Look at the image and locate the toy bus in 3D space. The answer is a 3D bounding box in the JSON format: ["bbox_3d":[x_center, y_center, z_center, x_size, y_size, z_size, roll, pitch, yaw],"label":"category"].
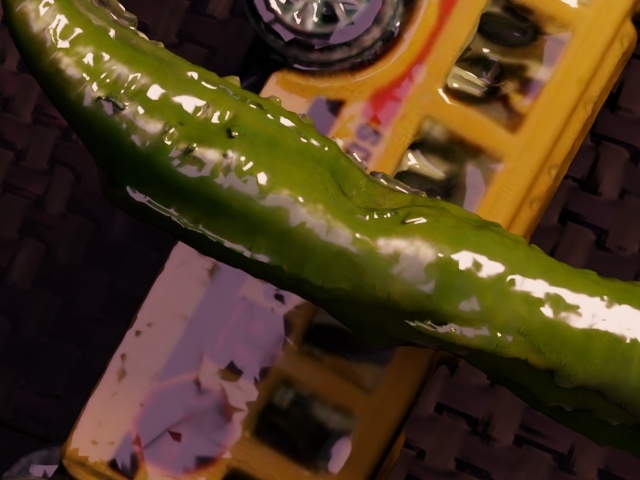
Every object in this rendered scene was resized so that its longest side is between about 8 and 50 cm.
[{"bbox_3d":[0.000,0.000,0.652,0.123,0.121,0.335,29,89,2],"label":"toy bus"}]

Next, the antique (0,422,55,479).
[{"bbox_3d":[-0.168,0.070,0.759,0.192,0.015,0.031,17,86,24],"label":"antique"}]

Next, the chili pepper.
[{"bbox_3d":[0.055,0.010,0.566,0.359,0.076,0.085,32,131,-7],"label":"chili pepper"}]
